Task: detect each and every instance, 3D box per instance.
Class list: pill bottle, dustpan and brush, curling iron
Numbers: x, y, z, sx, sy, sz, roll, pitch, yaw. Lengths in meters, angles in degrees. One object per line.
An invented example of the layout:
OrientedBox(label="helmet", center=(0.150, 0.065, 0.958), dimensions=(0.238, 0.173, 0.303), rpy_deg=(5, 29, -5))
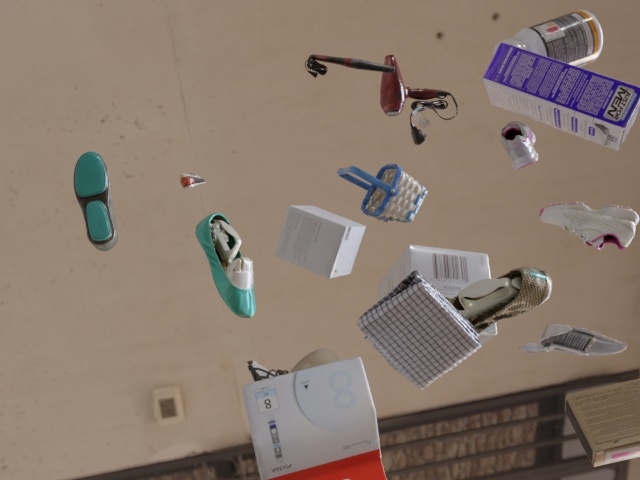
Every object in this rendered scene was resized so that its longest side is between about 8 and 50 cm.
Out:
OrientedBox(label="pill bottle", center=(0.659, -0.556, 1.805), dimensions=(0.162, 0.278, 0.162), rpy_deg=(160, -90, -81))
OrientedBox(label="dustpan and brush", center=(0.478, 0.207, 1.242), dimensions=(0.211, 0.147, 0.060), rpy_deg=(-4, -112, 68))
OrientedBox(label="curling iron", center=(0.088, -0.527, 1.872), dimensions=(0.068, 0.273, 0.035), rpy_deg=(94, -5, -46))

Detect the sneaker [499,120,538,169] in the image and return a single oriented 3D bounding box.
OrientedBox(label="sneaker", center=(0.632, -0.335, 1.988), dimensions=(0.111, 0.102, 0.252), rpy_deg=(56, 22, -25))

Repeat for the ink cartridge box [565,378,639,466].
OrientedBox(label="ink cartridge box", center=(0.840, 0.509, 1.739), dimensions=(0.193, 0.234, 0.088), rpy_deg=(-100, 175, -49))

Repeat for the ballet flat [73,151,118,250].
OrientedBox(label="ballet flat", center=(-0.462, -0.078, 1.271), dimensions=(0.068, 0.072, 0.213), rpy_deg=(112, -35, -69))

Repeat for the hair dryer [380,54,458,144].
OrientedBox(label="hair dryer", center=(0.288, -0.465, 1.985), dimensions=(0.294, 0.223, 0.080), rpy_deg=(51, -25, -10))

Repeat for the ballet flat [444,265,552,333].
OrientedBox(label="ballet flat", center=(0.474, 0.202, 1.909), dimensions=(0.482, 0.181, 0.164), rpy_deg=(-38, -137, 41))

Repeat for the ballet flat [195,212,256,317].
OrientedBox(label="ballet flat", center=(-0.190, 0.042, 1.296), dimensions=(0.087, 0.083, 0.247), rpy_deg=(-47, -119, 34))

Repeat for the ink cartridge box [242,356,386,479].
OrientedBox(label="ink cartridge box", center=(-0.003, 0.507, 1.507), dimensions=(0.091, 0.307, 0.385), rpy_deg=(105, -29, -67))

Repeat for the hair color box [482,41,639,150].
OrientedBox(label="hair color box", center=(0.572, -0.342, 1.473), dimensions=(0.110, 0.338, 0.185), rpy_deg=(-62, 157, 4))

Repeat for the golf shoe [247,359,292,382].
OrientedBox(label="golf shoe", center=(-0.126, 0.394, 1.740), dimensions=(0.198, 0.093, 0.077), rpy_deg=(39, -28, 33))

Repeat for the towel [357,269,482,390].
OrientedBox(label="towel", center=(0.267, 0.243, 1.698), dimensions=(0.283, 0.235, 0.121), rpy_deg=(45, 21, -15))

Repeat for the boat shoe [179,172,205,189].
OrientedBox(label="boat shoe", center=(-0.367, -0.173, 1.773), dimensions=(0.137, 0.049, 0.043), rpy_deg=(-46, 113, -78))

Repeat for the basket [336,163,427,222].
OrientedBox(label="basket", center=(0.204, -0.180, 2.154), dimensions=(0.201, 0.288, 0.255), rpy_deg=(-59, -170, 1))

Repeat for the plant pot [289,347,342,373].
OrientedBox(label="plant pot", center=(0.018, 0.528, 2.044), dimensions=(0.190, 0.284, 0.284), rpy_deg=(32, -40, 36))

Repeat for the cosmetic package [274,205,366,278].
OrientedBox(label="cosmetic package", center=(0.000, 0.000, 1.714), dimensions=(0.151, 0.183, 0.152), rpy_deg=(-6, 117, -65))

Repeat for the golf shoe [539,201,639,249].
OrientedBox(label="golf shoe", center=(0.872, -0.048, 2.035), dimensions=(0.115, 0.306, 0.140), rpy_deg=(32, 69, -54))

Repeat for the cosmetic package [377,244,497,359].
OrientedBox(label="cosmetic package", center=(0.432, 0.258, 2.380), dimensions=(0.394, 0.329, 0.328), rpy_deg=(115, -21, -60))
